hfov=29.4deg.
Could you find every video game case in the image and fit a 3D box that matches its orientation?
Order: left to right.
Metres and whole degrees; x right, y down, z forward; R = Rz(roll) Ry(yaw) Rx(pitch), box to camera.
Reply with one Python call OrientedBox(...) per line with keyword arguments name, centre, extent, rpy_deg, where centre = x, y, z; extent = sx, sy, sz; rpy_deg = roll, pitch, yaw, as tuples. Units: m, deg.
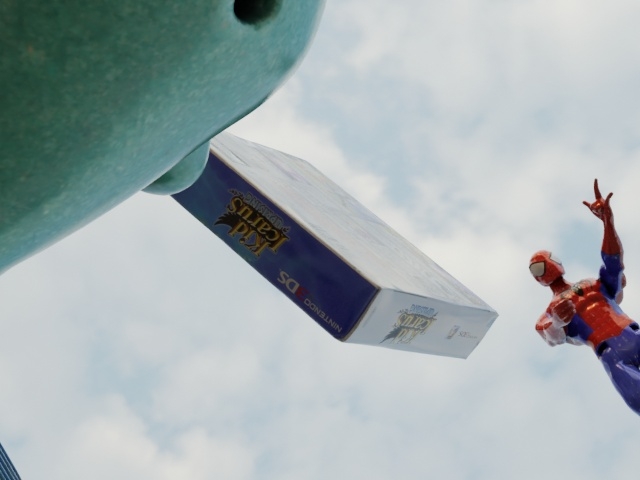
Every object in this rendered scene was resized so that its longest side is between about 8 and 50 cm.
OrientedBox(name="video game case", centre=(0.000, 0.000, 1.085), extent=(0.269, 0.244, 0.061), rpy_deg=(40, -77, 29))

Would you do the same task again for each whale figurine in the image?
OrientedBox(name="whale figurine", centre=(-0.096, -0.062, 0.447), extent=(0.141, 0.216, 0.272), rpy_deg=(24, -100, 35))

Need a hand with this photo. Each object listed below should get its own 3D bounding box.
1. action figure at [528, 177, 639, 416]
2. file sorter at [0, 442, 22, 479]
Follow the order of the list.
OrientedBox(name="action figure", centre=(0.231, 0.068, 0.904), extent=(0.091, 0.139, 0.280), rpy_deg=(-31, -139, -7))
OrientedBox(name="file sorter", centre=(-0.300, 0.216, 0.985), extent=(0.118, 0.170, 0.104), rpy_deg=(-29, -76, -14))
